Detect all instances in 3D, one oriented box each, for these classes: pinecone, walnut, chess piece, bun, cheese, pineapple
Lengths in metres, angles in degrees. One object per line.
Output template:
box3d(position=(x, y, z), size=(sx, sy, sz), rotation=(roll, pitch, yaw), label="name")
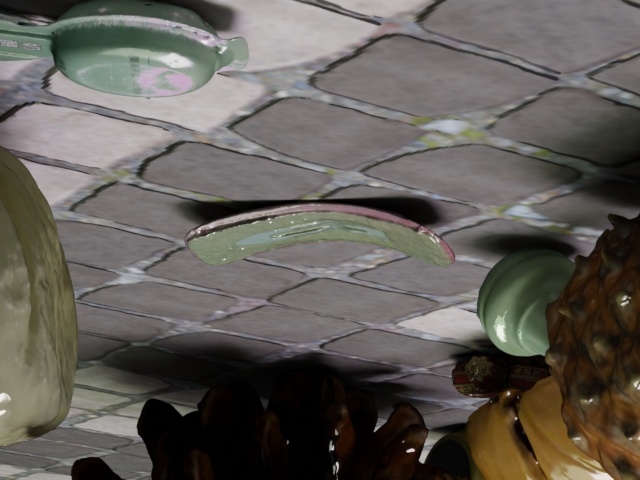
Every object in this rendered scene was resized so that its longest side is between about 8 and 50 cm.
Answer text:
box3d(position=(-0.028, 0.212, 1.352), size=(0.296, 0.242, 0.298), rotation=(-19, 152, 35), label="pinecone")
box3d(position=(0.196, 0.135, 1.226), size=(0.211, 0.087, 0.167), rotation=(3, 153, -36), label="walnut")
box3d(position=(0.132, 0.062, 0.962), size=(0.059, 0.059, 0.149), rotation=(15, -157, -32), label="chess piece")
box3d(position=(-0.206, 0.016, 0.871), size=(0.244, 0.153, 0.244), rotation=(5, 178, 0), label="bun")
box3d(position=(-0.087, -0.074, 0.747), size=(0.121, 0.026, 0.067), rotation=(5, 164, -2), label="cheese")
box3d(position=(0.203, 0.010, 0.799), size=(0.158, 0.157, 0.278), rotation=(9, 152, -15), label="pineapple")

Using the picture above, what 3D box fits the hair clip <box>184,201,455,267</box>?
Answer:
box3d(position=(0.000, -0.001, 0.986), size=(0.137, 0.022, 0.054), rotation=(-1, 162, 19), label="hair clip")

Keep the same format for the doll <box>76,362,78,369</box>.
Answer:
box3d(position=(-0.251, 0.075, 1.280), size=(0.190, 0.050, 0.115), rotation=(7, 160, -17), label="doll")

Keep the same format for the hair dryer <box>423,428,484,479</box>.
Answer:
box3d(position=(0.200, 0.168, 1.442), size=(0.135, 0.090, 0.279), rotation=(16, 154, -29), label="hair dryer")

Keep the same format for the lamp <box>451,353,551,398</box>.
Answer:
box3d(position=(0.115, 0.087, 1.255), size=(0.063, 0.031, 0.083), rotation=(9, 167, -9), label="lamp")
